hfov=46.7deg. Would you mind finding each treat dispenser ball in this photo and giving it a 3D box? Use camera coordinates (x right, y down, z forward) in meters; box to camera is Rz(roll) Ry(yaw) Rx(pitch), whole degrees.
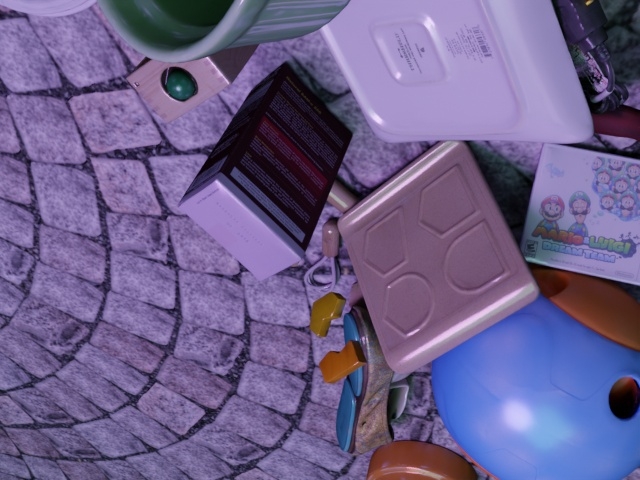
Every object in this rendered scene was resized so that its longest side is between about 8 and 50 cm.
[{"bbox_3d":[0.286,0.171,0.932,0.288,0.288,0.288,10,133,11],"label":"treat dispenser ball"}]

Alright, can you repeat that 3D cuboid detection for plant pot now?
[{"bbox_3d":[0.172,0.501,1.339,0.205,0.188,0.205,10,133,11],"label":"plant pot"}]

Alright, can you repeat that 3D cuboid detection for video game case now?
[{"bbox_3d":[0.324,-0.031,0.866,0.157,0.019,0.143,12,95,9],"label":"video game case"}]

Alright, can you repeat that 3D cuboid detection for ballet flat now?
[{"bbox_3d":[0.089,0.221,1.181,0.123,0.123,0.348,11,134,10],"label":"ballet flat"}]

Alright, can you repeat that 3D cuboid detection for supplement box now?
[{"bbox_3d":[-0.054,-0.085,0.853,0.073,0.239,0.130,-28,117,38],"label":"supplement box"}]

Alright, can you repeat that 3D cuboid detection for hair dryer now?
[{"bbox_3d":[0.315,-0.125,0.729,0.080,0.223,0.293,-43,87,-2],"label":"hair dryer"}]

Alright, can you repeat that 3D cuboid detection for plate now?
[{"bbox_3d":[0.098,-0.195,0.725,0.278,0.045,0.277,8,139,46],"label":"plate"}]

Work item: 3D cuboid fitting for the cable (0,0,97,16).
[{"bbox_3d":[-0.324,-0.369,0.799,0.257,0.089,0.257,28,133,-7],"label":"cable"}]

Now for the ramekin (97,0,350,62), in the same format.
[{"bbox_3d":[-0.082,-0.311,0.639,0.303,0.148,0.303,17,114,43],"label":"ramekin"}]

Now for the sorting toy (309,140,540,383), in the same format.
[{"bbox_3d":[0.103,0.044,0.929,0.307,0.229,0.041,-37,149,29],"label":"sorting toy"}]

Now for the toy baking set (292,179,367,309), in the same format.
[{"bbox_3d":[0.003,-0.004,1.058,0.256,0.030,0.197,36,135,-13],"label":"toy baking set"}]

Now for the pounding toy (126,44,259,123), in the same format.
[{"bbox_3d":[-0.150,-0.215,0.838,0.130,0.141,0.100,-23,120,34],"label":"pounding toy"}]
